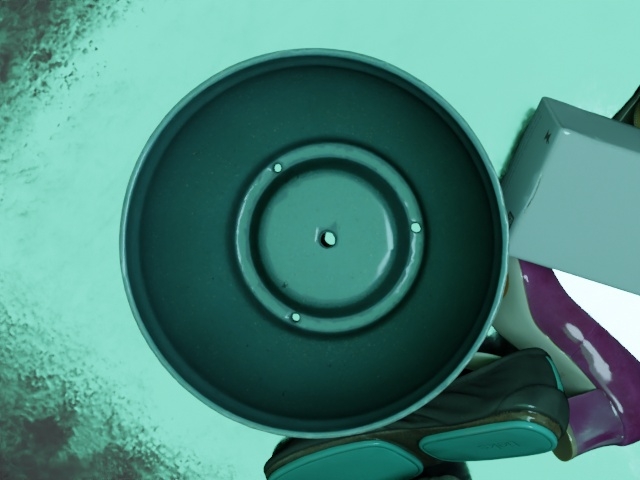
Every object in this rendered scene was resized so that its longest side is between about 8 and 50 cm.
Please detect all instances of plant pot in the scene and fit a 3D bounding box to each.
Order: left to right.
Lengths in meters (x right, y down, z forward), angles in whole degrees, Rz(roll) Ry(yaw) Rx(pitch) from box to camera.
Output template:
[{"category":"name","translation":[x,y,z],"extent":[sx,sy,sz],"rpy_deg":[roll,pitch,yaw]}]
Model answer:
[{"category":"plant pot","translation":[0.000,0.000,1.276],"extent":[0.293,0.196,0.293],"rpy_deg":[0,92,4]}]

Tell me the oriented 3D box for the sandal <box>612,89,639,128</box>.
[{"category":"sandal","translation":[0.302,-0.100,1.317],"extent":[0.090,0.060,0.219],"rpy_deg":[39,95,2]}]

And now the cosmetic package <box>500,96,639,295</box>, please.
[{"category":"cosmetic package","translation":[0.264,-0.021,1.269],"extent":[0.231,0.085,0.117],"rpy_deg":[19,112,-13]}]

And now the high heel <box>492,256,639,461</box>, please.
[{"category":"high heel","translation":[0.211,0.059,1.337],"extent":[0.117,0.082,0.244],"rpy_deg":[-17,75,-26]}]

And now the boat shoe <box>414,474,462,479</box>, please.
[{"category":"boat shoe","translation":[0.133,0.335,1.306],"extent":[0.091,0.109,0.305],"rpy_deg":[-23,97,25]}]

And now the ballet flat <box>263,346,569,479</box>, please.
[{"category":"ballet flat","translation":[0.080,0.150,1.319],"extent":[0.280,0.095,0.096],"rpy_deg":[-15,51,28]}]
